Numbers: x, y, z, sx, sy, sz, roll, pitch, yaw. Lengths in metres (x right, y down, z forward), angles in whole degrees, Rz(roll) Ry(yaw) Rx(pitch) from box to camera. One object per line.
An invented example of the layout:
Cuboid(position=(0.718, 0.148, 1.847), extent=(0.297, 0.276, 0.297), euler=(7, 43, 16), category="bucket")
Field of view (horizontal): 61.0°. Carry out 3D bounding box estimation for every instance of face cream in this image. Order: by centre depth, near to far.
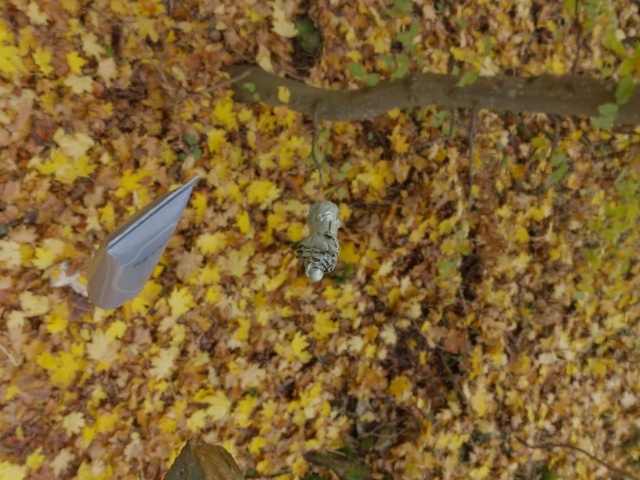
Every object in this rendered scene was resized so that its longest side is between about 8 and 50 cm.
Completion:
Cuboid(position=(-0.268, 0.024, 0.755), extent=(0.086, 0.385, 0.135), euler=(47, 56, -6), category="face cream")

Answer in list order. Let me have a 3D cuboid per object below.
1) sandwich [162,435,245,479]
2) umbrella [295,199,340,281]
Cuboid(position=(-0.177, 0.446, 0.654), extent=(0.301, 0.271, 0.099), euler=(-49, 134, -3), category="sandwich")
Cuboid(position=(0.000, 0.000, 0.858), extent=(0.062, 0.067, 0.143), euler=(118, -14, -58), category="umbrella")
